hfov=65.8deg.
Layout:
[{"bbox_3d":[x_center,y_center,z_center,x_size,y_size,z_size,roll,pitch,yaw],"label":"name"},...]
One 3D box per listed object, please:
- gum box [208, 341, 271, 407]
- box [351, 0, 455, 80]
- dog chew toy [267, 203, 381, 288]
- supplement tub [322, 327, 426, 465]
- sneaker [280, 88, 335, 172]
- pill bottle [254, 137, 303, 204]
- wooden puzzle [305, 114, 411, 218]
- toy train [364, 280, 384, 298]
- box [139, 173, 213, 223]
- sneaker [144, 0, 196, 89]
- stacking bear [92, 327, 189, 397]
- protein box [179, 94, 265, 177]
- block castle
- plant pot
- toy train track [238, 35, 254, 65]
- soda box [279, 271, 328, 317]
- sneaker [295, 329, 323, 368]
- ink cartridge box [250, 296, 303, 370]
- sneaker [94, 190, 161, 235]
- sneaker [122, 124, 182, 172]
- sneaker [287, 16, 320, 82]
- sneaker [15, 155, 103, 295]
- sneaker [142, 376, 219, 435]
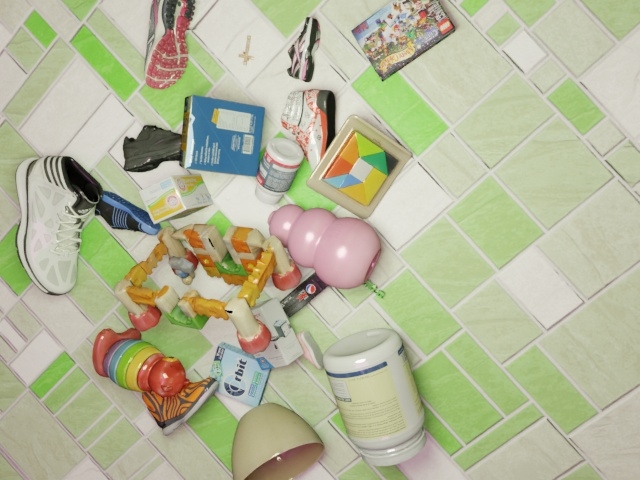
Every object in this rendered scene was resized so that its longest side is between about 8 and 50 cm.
[{"bbox_3d":[-0.261,0.433,1.597,0.185,0.041,0.156,20,102,8],"label":"gum box"},{"bbox_3d":[0.223,-0.569,1.346,0.233,0.044,0.159,-32,91,14],"label":"box"},{"bbox_3d":[0.000,0.000,1.406,0.332,0.207,0.206,26,103,14],"label":"dog chew toy"},{"bbox_3d":[0.161,0.441,1.418,0.236,0.235,0.324,-17,95,13],"label":"supplement tub"},{"bbox_3d":[-0.036,-0.296,1.423,0.145,0.090,0.269,10,111,25],"label":"sneaker"},{"bbox_3d":[-0.126,-0.192,1.414,0.108,0.108,0.180,32,131,5],"label":"pill bottle"},{"bbox_3d":[0.110,-0.196,1.381,0.221,0.044,0.238,29,107,-24],"label":"wooden puzzle"},{"bbox_3d":[0.157,0.142,1.484,0.083,0.017,0.023,38,94,3],"label":"toy train"},{"bbox_3d":[-0.418,-0.125,1.457,0.114,0.203,0.103,-23,94,13],"label":"box"},{"bbox_3d":[-0.451,-0.593,1.450,0.112,0.121,0.299,29,106,35],"label":"sneaker"},{"bbox_3d":[-0.541,0.391,1.529,0.289,0.175,0.164,14,88,26],"label":"stacking bear"},{"bbox_3d":[-0.281,-0.292,1.397,0.201,0.136,0.199,4,101,-23],"label":"protein box"},{"bbox_3d":[-0.306,0.134,1.391,0.454,0.303,0.212,5,137,25],"label":"block castle"},{"bbox_3d":[-0.156,0.614,1.513,0.284,0.284,0.191,-45,53,14],"label":"plant pot"},{"bbox_3d":[-0.217,-0.557,1.449,0.048,0.014,0.083,13,100,9],"label":"toy train track"},{"bbox_3d":[-0.046,0.159,1.507,0.169,0.053,0.060,-40,90,15],"label":"soda box"},{"bbox_3d":[-0.045,0.345,1.541,0.070,0.051,0.134,-25,100,27],"label":"sneaker"},{"bbox_3d":[-0.156,0.285,1.506,0.140,0.082,0.190,-25,93,43],"label":"ink cartridge box"},{"bbox_3d":[-0.614,-0.065,1.573,0.232,0.081,0.090,32,106,12],"label":"sneaker"},{"bbox_3d":[-0.479,-0.296,1.499,0.287,0.109,0.130,-13,88,10],"label":"sneaker"},{"bbox_3d":[-0.055,-0.542,1.394,0.077,0.072,0.178,14,96,19],"label":"sneaker"},{"bbox_3d":[-0.797,-0.046,1.530,0.258,0.169,0.446,-3,96,31],"label":"sneaker"},{"bbox_3d":[-0.469,0.490,1.583,0.180,0.125,0.321,48,117,2],"label":"sneaker"}]
